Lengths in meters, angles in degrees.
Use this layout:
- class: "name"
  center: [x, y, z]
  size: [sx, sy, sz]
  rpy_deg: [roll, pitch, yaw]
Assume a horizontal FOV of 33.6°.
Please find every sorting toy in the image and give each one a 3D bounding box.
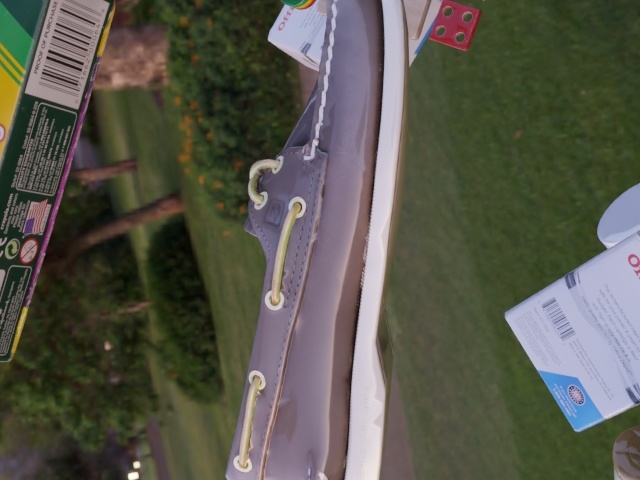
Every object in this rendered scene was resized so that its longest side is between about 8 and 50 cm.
- class: "sorting toy"
  center: [0.087, -0.301, 1.204]
  size: [0.275, 0.046, 0.132]
  rpy_deg: [21, 99, 28]

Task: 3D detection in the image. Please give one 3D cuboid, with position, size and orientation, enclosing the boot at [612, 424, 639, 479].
- class: "boot"
  center: [0.410, 0.264, 1.004]
  size: [0.095, 0.262, 0.203]
  rpy_deg: [-81, -16, -50]

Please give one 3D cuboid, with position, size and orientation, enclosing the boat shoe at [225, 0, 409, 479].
- class: "boat shoe"
  center: [0.000, 0.000, 0.639]
  size: [0.116, 0.097, 0.324]
  rpy_deg: [-40, -46, -81]

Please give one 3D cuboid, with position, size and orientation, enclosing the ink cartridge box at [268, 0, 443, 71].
- class: "ink cartridge box"
  center: [0.042, -0.286, 1.385]
  size: [0.203, 0.086, 0.148]
  rpy_deg: [34, 95, 51]

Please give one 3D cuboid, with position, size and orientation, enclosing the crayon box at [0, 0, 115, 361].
- class: "crayon box"
  center: [-0.395, -0.102, 1.024]
  size: [0.106, 0.313, 0.362]
  rpy_deg: [11, -83, -67]

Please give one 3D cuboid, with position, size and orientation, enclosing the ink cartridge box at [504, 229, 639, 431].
- class: "ink cartridge box"
  center: [0.292, 0.081, 1.019]
  size: [0.191, 0.082, 0.139]
  rpy_deg: [-41, 76, 46]

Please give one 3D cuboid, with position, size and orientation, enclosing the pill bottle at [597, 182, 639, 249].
- class: "pill bottle"
  center: [0.579, 0.043, 1.679]
  size: [0.283, 0.161, 0.161]
  rpy_deg: [43, 172, -18]
